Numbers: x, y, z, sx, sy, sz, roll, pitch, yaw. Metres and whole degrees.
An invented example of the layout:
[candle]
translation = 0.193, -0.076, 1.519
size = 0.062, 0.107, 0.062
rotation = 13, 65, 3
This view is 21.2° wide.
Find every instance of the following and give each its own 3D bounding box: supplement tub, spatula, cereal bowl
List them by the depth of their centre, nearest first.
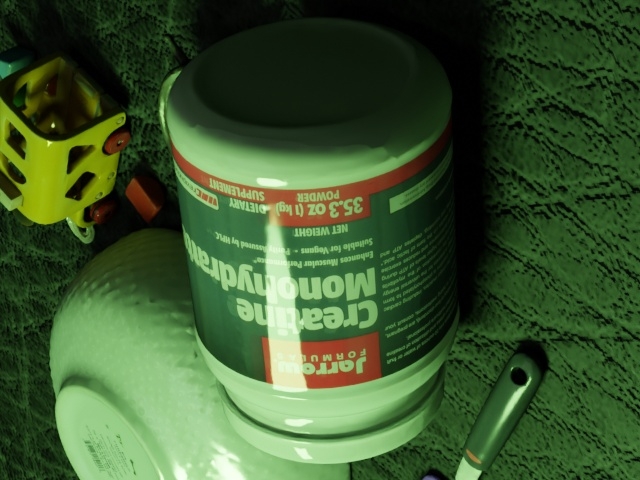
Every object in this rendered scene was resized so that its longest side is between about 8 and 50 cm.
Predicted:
[supplement tub]
translation = 0.000, 0.000, 1.193
size = 0.191, 0.191, 0.272
rotation = 27, 135, 38
[spatula]
translation = 0.119, 0.180, 1.329
size = 0.084, 0.030, 0.296
rotation = 43, 143, 20
[cereal bowl]
translation = -0.136, 0.168, 1.550
size = 0.339, 0.141, 0.339
rotation = 31, 138, 33

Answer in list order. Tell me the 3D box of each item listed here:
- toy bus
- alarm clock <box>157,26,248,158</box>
[toy bus]
translation = -0.246, -0.068, 1.533
size = 0.191, 0.104, 0.202
rotation = 1, 116, 52
[alarm clock]
translation = -0.060, -0.069, 1.330
size = 0.129, 0.064, 0.192
rotation = 19, 128, 43
